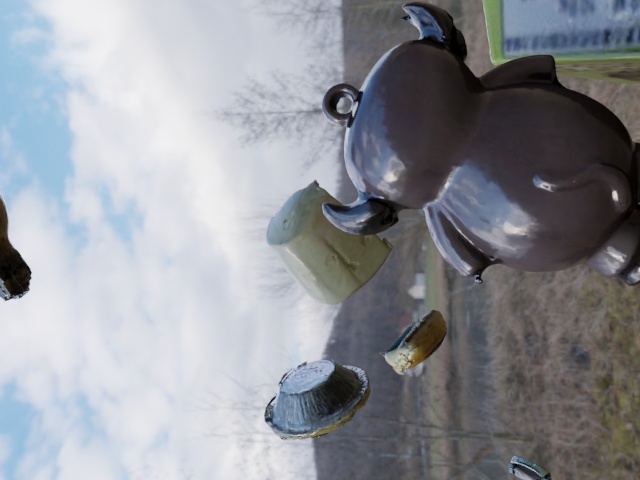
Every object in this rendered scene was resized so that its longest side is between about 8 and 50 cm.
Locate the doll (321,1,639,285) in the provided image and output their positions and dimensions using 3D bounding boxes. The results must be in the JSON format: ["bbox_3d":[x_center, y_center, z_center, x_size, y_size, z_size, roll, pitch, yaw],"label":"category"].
[{"bbox_3d":[0.124,-0.062,0.491,0.117,0.258,0.181,19,-89,-77],"label":"doll"}]

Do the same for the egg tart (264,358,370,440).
[{"bbox_3d":[-0.011,0.315,1.381,0.234,0.234,0.094,-64,-45,-67],"label":"egg tart"}]

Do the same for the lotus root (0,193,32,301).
[{"bbox_3d":[-0.538,-0.030,0.943,0.182,0.310,0.183,-50,10,12],"label":"lotus root"}]

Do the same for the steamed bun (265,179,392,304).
[{"bbox_3d":[0.000,0.000,1.354,0.200,0.170,0.225,-48,-67,-21],"label":"steamed bun"}]

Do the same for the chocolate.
[{"bbox_3d":[0.342,-0.218,0.615,0.301,0.289,0.136,17,107,54],"label":"chocolate"}]

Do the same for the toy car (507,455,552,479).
[{"bbox_3d":[0.503,0.561,1.560,0.056,0.095,0.204,-50,-49,-27],"label":"toy car"}]

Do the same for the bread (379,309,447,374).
[{"bbox_3d":[0.142,0.149,0.976,0.106,0.053,0.072,-39,-4,-46],"label":"bread"}]
